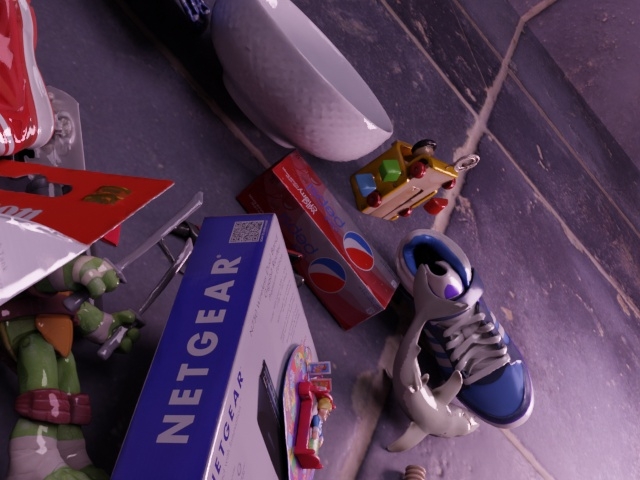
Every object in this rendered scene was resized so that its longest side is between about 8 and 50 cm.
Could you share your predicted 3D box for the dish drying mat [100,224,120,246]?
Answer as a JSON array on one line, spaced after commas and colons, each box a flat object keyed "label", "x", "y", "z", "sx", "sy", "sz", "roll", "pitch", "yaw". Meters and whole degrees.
[{"label": "dish drying mat", "x": -0.258, "y": -0.033, "z": 1.033, "sx": 0.032, "sy": 0.008, "sz": 0.083, "roll": 29, "pitch": 43, "yaw": -35}]

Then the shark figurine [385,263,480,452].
[{"label": "shark figurine", "x": 0.132, "y": 0.189, "z": 1.233, "sx": 0.166, "sy": 0.116, "sz": 0.278, "roll": -24, "pitch": 118, "yaw": -17}]

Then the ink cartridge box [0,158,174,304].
[{"label": "ink cartridge box", "x": -0.349, "y": -0.028, "z": 0.669, "sx": 0.385, "sy": 0.308, "sz": 0.091, "roll": -46, "pitch": 138, "yaw": -54}]

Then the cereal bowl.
[{"label": "cereal bowl", "x": -0.048, "y": -0.249, "z": 1.308, "sx": 0.339, "sy": 0.141, "sz": 0.339, "roll": 44, "pitch": 18, "yaw": -18}]

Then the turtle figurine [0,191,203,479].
[{"label": "turtle figurine", "x": -0.202, "y": 0.090, "z": 0.784, "sx": 0.274, "sy": 0.198, "sz": 0.266, "roll": 5, "pitch": 75, "yaw": -34}]

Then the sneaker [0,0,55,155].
[{"label": "sneaker", "x": -0.340, "y": -0.185, "z": 0.812, "sx": 0.221, "sy": 0.087, "sz": 0.128, "roll": 70, "pitch": 24, "yaw": -12}]

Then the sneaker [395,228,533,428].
[{"label": "sneaker", "x": 0.212, "y": 0.130, "z": 1.300, "sx": 0.323, "sy": 0.130, "sz": 0.236, "roll": 64, "pitch": 7, "yaw": 25}]

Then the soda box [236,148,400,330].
[{"label": "soda box", "x": 0.000, "y": 0.000, "z": 1.254, "sx": 0.263, "sy": 0.083, "sz": 0.092, "roll": 51, "pitch": 34, "yaw": -7}]

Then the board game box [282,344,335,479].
[{"label": "board game box", "x": -0.006, "y": 0.201, "z": 0.931, "sx": 0.133, "sy": 0.033, "sz": 0.169, "roll": -33, "pitch": 120, "yaw": -75}]

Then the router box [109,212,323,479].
[{"label": "router box", "x": -0.082, "y": 0.193, "z": 0.865, "sx": 0.335, "sy": 0.082, "sz": 0.301, "roll": -79, "pitch": 162, "yaw": -45}]

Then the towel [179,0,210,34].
[{"label": "towel", "x": -0.265, "y": -0.449, "z": 1.206, "sx": 0.336, "sy": 0.040, "sz": 0.243, "roll": 57, "pitch": -2, "yaw": -12}]

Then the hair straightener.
[{"label": "hair straightener", "x": -0.114, "y": 0.029, "z": 1.124, "sx": 0.230, "sy": 0.047, "sz": 0.089, "roll": 24, "pitch": 46, "yaw": -38}]

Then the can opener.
[{"label": "can opener", "x": -0.303, "y": -0.035, "z": 0.938, "sx": 0.076, "sy": 0.095, "sz": 0.283, "roll": 5, "pitch": 72, "yaw": -49}]

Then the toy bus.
[{"label": "toy bus", "x": 0.147, "y": -0.120, "z": 1.444, "sx": 0.202, "sy": 0.191, "sz": 0.104, "roll": -12, "pitch": 65, "yaw": -7}]

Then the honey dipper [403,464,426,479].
[{"label": "honey dipper", "x": 0.117, "y": 0.381, "z": 1.144, "sx": 0.030, "sy": 0.030, "sz": 0.161, "roll": 42, "pitch": 41, "yaw": -21}]
